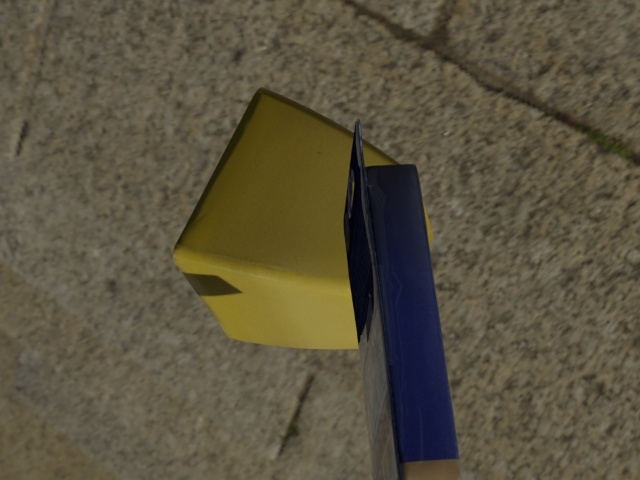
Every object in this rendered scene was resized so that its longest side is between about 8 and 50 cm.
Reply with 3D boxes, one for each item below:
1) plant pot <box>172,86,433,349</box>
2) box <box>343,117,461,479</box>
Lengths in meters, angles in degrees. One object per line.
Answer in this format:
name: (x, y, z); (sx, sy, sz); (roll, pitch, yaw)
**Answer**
plant pot: (0.000, 0.000, 1.262); (0.187, 0.212, 0.212); (17, 157, 22)
box: (0.043, 0.054, 0.697); (0.136, 0.036, 0.225); (95, 170, -62)
